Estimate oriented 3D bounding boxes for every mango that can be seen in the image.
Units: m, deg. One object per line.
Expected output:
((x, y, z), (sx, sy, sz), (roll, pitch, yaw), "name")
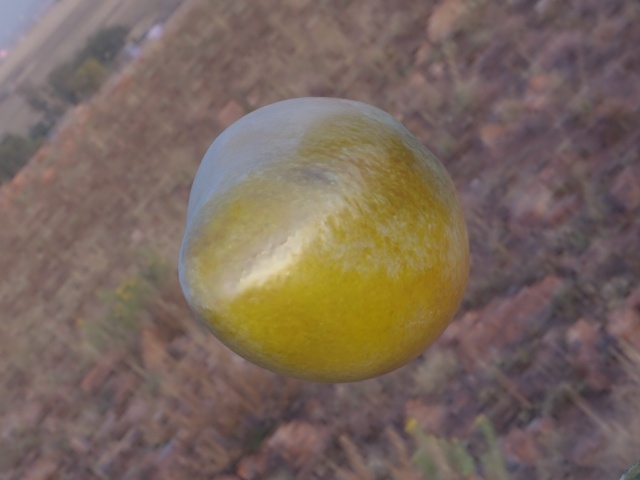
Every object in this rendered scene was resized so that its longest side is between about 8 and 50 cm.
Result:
((0.000, 0.000, 1.126), (0.199, 0.221, 0.384), (-43, -6, 15), "mango")

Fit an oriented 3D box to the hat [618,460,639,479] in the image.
((0.314, 0.252, 1.047), (0.265, 0.128, 0.265), (4, 94, 54), "hat")
